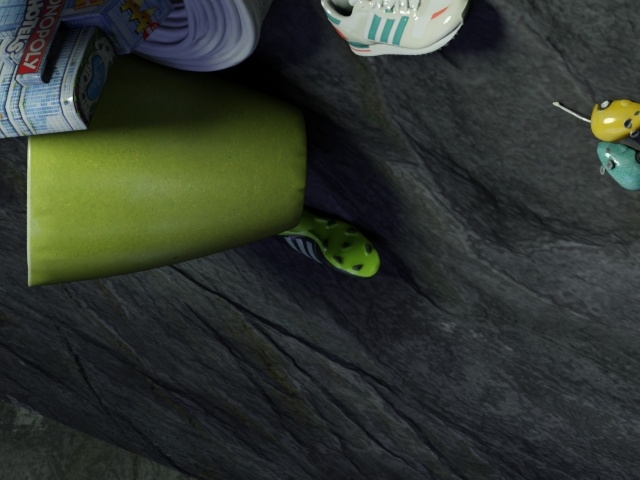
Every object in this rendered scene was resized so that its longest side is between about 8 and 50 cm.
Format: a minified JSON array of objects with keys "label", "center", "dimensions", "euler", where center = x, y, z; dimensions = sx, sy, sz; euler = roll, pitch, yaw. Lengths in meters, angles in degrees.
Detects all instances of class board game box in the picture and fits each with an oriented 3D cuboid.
[{"label":"board game box","center":[-0.247,-0.194,1.365],"dimensions":[0.194,0.194,0.060],"euler":[-5,143,26]}]

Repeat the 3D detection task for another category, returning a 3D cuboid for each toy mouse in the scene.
[{"label":"toy mouse","center":[0.312,-0.076,1.346],"dimensions":[0.161,0.031,0.143],"euler":[2,144,44]}]

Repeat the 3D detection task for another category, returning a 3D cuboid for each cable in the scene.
[{"label":"cable","center":[-0.167,-0.273,1.414],"dimensions":[0.257,0.089,0.257],"euler":[35,154,-13]}]

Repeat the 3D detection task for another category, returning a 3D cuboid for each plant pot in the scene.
[{"label":"plant pot","center":[-0.169,-0.084,1.559],"dimensions":[0.293,0.275,0.275],"euler":[1,157,-10]}]

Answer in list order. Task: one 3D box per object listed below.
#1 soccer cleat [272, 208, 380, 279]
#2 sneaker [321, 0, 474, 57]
[{"label":"soccer cleat","center":[0.000,0.000,1.792],"dimensions":[0.179,0.060,0.072],"euler":[28,165,18]},{"label":"sneaker","center":[0.065,-0.213,1.317],"dimensions":[0.161,0.057,0.075],"euler":[1,149,50]}]
